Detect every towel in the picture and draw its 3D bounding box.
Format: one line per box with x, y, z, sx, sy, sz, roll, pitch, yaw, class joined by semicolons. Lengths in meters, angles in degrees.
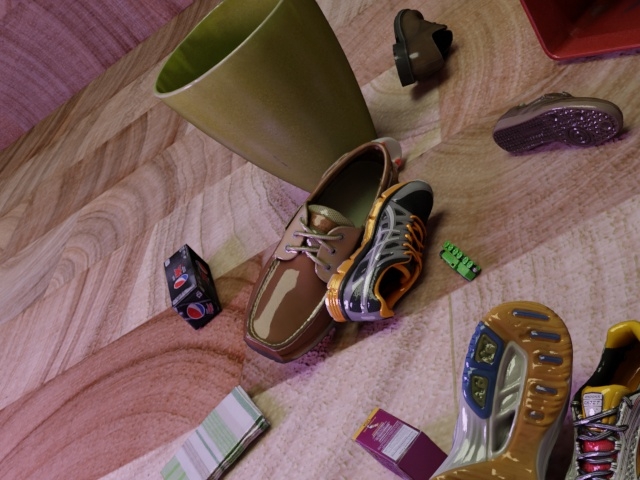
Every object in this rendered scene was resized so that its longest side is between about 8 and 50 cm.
-0.132;0.259;1.237;0.152;0.023;0.113;-48;24;-4;towel

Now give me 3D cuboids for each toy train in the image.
0.162;0.024;1.167;0.024;0.017;0.083;-53;26;6;toy train

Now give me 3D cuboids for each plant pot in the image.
-0.053;-0.211;1.500;0.275;0.293;0.275;-33;28;20;plant pot
0.395;-0.412;1.235;0.236;0.267;0.267;-42;24;-25;plant pot

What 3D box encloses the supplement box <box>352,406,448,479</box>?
0.079;0.205;0.975;0.043;0.055;0.083;-50;28;-13;supplement box

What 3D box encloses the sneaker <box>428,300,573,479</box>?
0.152;0.203;0.844;0.112;0.131;0.296;20;82;20;sneaker

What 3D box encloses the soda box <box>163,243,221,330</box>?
-0.204;0.071;1.563;0.053;0.060;0.169;-40;26;6;soda box

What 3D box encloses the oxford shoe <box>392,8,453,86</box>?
0.170;-0.320;1.612;0.096;0.083;0.227;-15;34;12;oxford shoe

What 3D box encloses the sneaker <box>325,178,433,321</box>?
0.092;0.017;1.219;0.083;0.084;0.215;9;59;42;sneaker

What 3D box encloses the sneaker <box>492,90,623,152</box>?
0.288;-0.155;1.195;0.188;0.066;0.071;-2;47;53;sneaker

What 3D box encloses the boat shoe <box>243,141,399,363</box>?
0.000;0.000;1.266;0.122;0.120;0.324;22;61;16;boat shoe

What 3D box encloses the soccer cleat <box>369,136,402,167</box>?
0.041;-0.073;1.428;0.196;0.068;0.076;-51;21;-11;soccer cleat

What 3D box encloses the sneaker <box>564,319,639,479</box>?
0.226;0.163;0.787;0.088;0.093;0.225;-10;43;47;sneaker
